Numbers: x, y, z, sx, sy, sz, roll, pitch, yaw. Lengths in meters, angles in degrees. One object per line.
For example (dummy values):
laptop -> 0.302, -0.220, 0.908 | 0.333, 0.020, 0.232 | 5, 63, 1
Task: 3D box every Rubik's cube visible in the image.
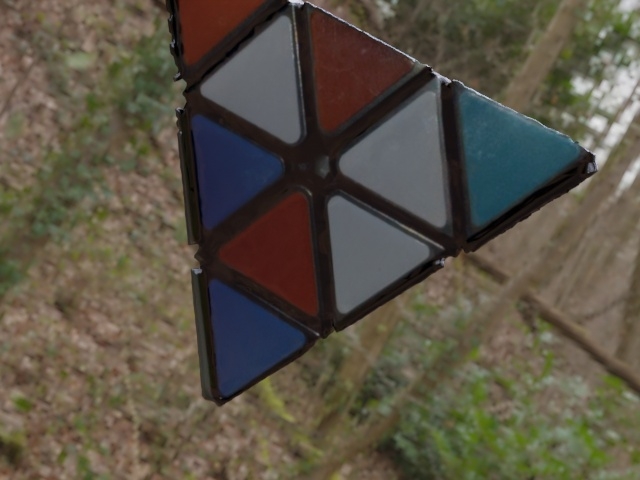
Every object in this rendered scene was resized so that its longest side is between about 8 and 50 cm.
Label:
Rubik's cube -> 0.000, 0.000, 0.827 | 0.284, 0.234, 0.250 | 30, 3, 16
